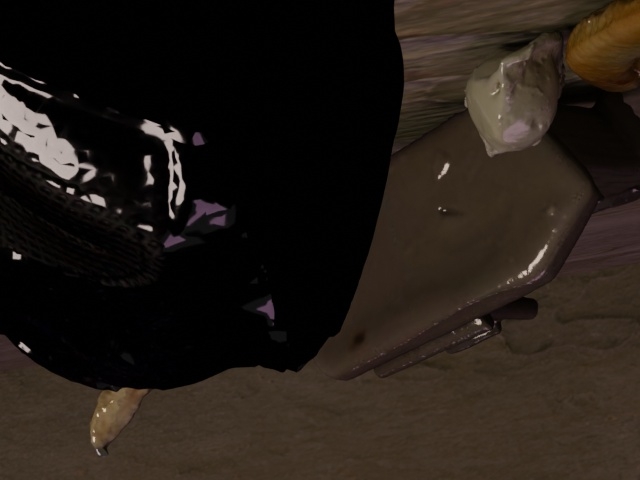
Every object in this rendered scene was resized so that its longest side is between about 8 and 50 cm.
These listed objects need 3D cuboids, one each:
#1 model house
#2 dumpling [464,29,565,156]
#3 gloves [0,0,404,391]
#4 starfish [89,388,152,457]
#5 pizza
[{"bbox_3d":[0.112,-0.008,1.117,0.229,0.122,0.188,-33,164,35],"label":"model house"},{"bbox_3d":[0.105,-0.074,0.903,0.057,0.076,0.052,-27,-147,-9],"label":"dumpling"},{"bbox_3d":[-0.127,-0.033,0.468,0.301,0.152,0.197,-4,154,9],"label":"gloves"},{"bbox_3d":[-0.098,0.025,1.207,0.384,0.132,0.398,-4,-171,16],"label":"starfish"},{"bbox_3d":[0.231,-0.106,0.887,0.262,0.034,0.181,-5,172,-36],"label":"pizza"}]
